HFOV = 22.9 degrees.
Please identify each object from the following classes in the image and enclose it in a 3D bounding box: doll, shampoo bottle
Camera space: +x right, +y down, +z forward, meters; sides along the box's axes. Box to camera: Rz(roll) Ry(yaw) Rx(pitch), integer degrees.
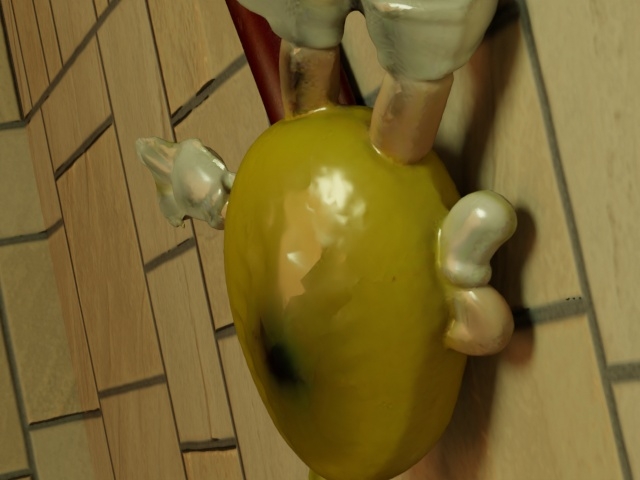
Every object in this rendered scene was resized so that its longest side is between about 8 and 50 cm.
[{"bbox_3d":[0.004,-0.030,1.124,0.348,0.161,0.423,51,138,19],"label":"doll"},{"bbox_3d":[-0.013,-0.123,1.296,0.102,0.064,0.260,121,134,-57],"label":"shampoo bottle"}]
